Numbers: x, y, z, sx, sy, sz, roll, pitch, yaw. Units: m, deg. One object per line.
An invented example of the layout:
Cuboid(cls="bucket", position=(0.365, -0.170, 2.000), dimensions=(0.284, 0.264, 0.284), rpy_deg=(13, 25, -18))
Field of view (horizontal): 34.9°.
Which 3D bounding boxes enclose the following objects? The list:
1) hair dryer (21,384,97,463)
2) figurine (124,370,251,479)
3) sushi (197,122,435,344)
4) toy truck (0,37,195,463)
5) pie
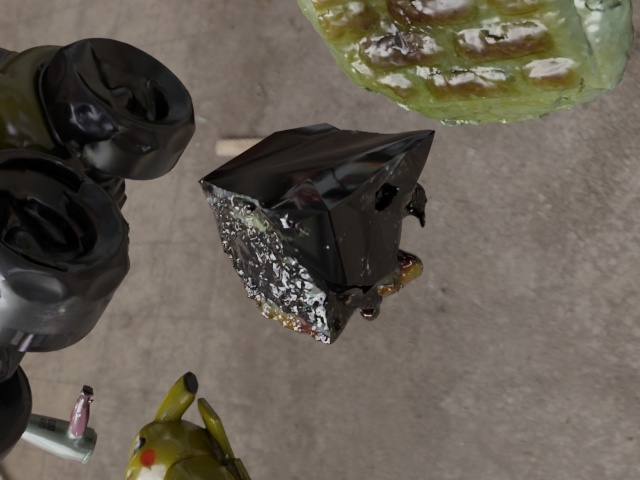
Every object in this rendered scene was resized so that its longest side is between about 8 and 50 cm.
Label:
Cuboid(cls="hair dryer", position=(-0.350, 0.247, 1.425), dimensions=(0.154, 0.106, 0.054), rpy_deg=(-51, 21, 36))
Cuboid(cls="figurine", position=(-0.209, 0.382, 1.633), dimensions=(0.327, 0.169, 0.218), rpy_deg=(44, 131, 36))
Cuboid(cls="sushi", position=(-0.001, 0.000, 1.142), dimensions=(0.227, 0.215, 0.212), rpy_deg=(4, 117, 38))
Cuboid(cls="toy truck", position=(-0.164, -0.016, 0.430), dimensions=(0.147, 0.165, 0.224), rpy_deg=(-52, 13, 34))
Cuboid(cls="pie", position=(0.106, -0.196, 0.863), dimensions=(0.306, 0.306, 0.071), rpy_deg=(-6, 45, 41))
